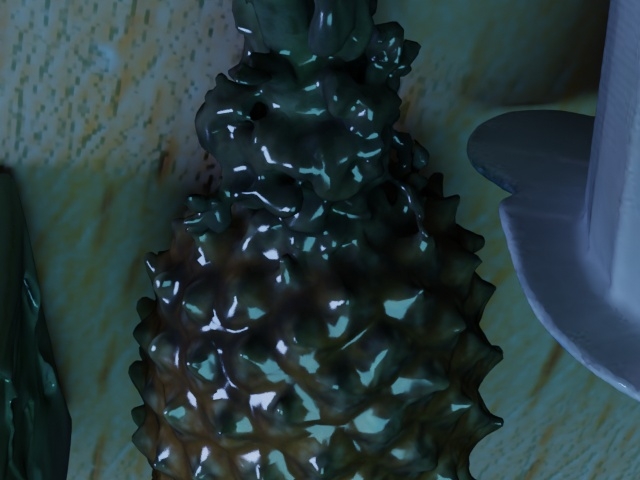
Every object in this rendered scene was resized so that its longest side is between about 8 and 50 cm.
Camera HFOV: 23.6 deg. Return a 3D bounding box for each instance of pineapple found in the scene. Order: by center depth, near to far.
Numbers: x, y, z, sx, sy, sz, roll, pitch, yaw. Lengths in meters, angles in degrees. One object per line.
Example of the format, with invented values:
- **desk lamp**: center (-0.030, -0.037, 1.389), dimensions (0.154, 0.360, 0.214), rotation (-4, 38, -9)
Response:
- **pineapple**: center (0.000, 0.000, 0.620), dimensions (0.175, 0.175, 0.361), rotation (-1, 134, -4)

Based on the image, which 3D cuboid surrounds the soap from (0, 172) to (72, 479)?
- **soap**: center (-0.223, 0.080, 0.692), dimensions (0.199, 0.138, 0.182), rotation (-3, 132, -1)

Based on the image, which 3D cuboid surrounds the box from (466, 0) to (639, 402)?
- **box**: center (0.183, -0.085, 0.538), dimensions (0.262, 0.291, 0.206), rotation (-28, 130, -36)
